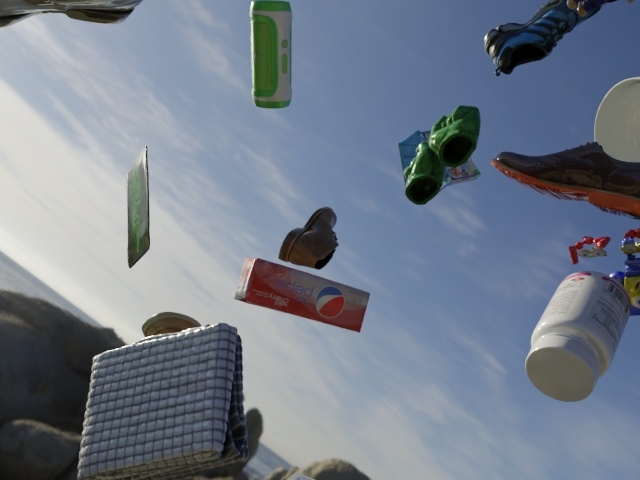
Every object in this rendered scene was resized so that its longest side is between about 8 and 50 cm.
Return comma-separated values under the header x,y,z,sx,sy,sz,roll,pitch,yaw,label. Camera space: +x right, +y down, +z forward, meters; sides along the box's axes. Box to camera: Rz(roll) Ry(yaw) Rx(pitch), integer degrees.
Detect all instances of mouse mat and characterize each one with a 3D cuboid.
x,y,z,sx,sy,sz,roll,pitch,yaw,label
-0.325,-0.056,1.094,0.007,0.190,0.152,4,-18,-29,mouse mat

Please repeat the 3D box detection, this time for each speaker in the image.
x,y,z,sx,sy,sz,roll,pitch,yaw,label
-0.145,-0.547,1.820,0.131,0.131,0.297,22,-59,39,speaker

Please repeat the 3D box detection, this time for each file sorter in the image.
x,y,z,sx,sy,sz,roll,pitch,yaw,label
0.322,-0.237,1.882,0.104,0.118,0.170,6,-59,38,file sorter

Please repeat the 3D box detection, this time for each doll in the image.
x,y,z,sx,sy,sz,roll,pitch,yaw,label
0.668,-0.569,1.408,0.129,0.046,0.189,18,-10,-27,doll

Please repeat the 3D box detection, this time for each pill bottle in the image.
x,y,z,sx,sy,sz,roll,pitch,yaw,label
0.545,0.199,1.309,0.160,0.283,0.160,21,-51,28,pill bottle

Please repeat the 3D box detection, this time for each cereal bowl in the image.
x,y,z,sx,sy,sz,roll,pitch,yaw,label
1.000,-0.325,1.860,0.339,0.141,0.339,170,-90,-73,cereal bowl

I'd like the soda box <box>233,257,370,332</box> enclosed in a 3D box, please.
x,y,z,sx,sy,sz,roll,pitch,yaw,label
-0.036,0.112,1.266,0.263,0.092,0.083,18,-8,-22,soda box

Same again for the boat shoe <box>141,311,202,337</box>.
x,y,z,sx,sy,sz,roll,pitch,yaw,label
-0.280,0.254,1.361,0.285,0.104,0.089,49,8,-44,boat shoe

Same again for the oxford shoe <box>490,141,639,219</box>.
x,y,z,sx,sy,sz,roll,pitch,yaw,label
0.415,-0.116,1.015,0.271,0.098,0.097,23,6,34,oxford shoe

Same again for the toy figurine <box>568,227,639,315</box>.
x,y,z,sx,sy,sz,roll,pitch,yaw,label
0.785,0.087,1.427,0.362,0.191,0.217,-9,-83,31,toy figurine

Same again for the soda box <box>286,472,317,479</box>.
x,y,z,sx,sy,sz,roll,pitch,yaw,label
0.033,0.739,1.693,0.286,0.091,0.098,15,0,19,soda box

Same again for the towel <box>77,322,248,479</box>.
x,y,z,sx,sy,sz,roll,pitch,yaw,label
-0.252,0.276,1.031,0.283,0.235,0.121,-17,-40,15,towel

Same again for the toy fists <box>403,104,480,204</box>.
x,y,z,sx,sy,sz,roll,pitch,yaw,label
0.297,-0.219,1.535,0.096,0.142,0.279,29,-44,-6,toy fists

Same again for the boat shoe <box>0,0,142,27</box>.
x,y,z,sx,sy,sz,roll,pitch,yaw,label
-0.312,-0.306,0.676,0.103,0.302,0.113,-26,-88,37,boat shoe

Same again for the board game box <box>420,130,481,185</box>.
x,y,z,sx,sy,sz,roll,pitch,yaw,label
0.420,-0.277,2.022,0.201,0.136,0.035,62,-35,20,board game box

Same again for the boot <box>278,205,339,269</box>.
x,y,z,sx,sy,sz,roll,pitch,yaw,label
0.000,0.000,1.611,0.115,0.305,0.112,23,-63,11,boot

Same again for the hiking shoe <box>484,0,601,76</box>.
x,y,z,sx,sy,sz,roll,pitch,yaw,label
0.581,-0.525,1.583,0.304,0.132,0.113,-25,-34,21,hiking shoe
